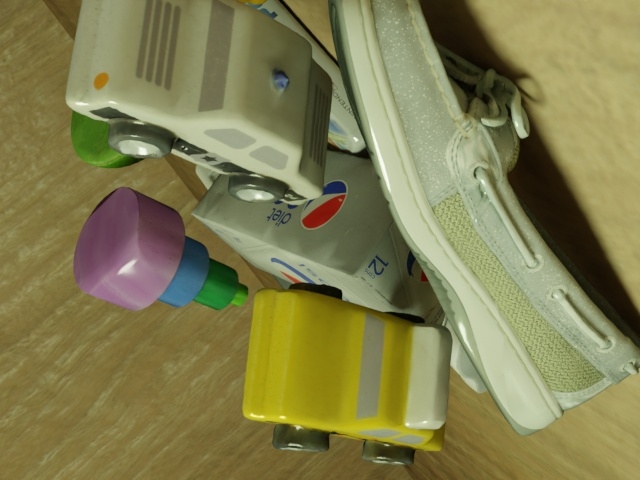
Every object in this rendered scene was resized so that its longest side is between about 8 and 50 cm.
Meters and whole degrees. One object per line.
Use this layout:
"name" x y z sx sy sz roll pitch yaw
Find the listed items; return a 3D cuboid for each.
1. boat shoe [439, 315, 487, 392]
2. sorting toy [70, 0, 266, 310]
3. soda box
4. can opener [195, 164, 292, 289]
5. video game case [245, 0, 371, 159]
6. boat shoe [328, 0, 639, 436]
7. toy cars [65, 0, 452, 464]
"boat shoe" 0.123 0.064 0.920 0.076 0.080 0.228 45 178 22
"sorting toy" -0.082 -0.107 0.747 0.126 0.127 0.365 27 -131 -38
"soda box" 0.006 -0.011 0.906 0.091 0.098 0.286 42 168 -30
"can opener" -0.050 -0.023 1.094 0.280 0.074 0.093 53 180 34
"video game case" -0.060 -0.160 1.018 0.300 0.036 0.329 49 171 8
"boat shoe" 0.097 -0.023 0.640 0.320 0.103 0.118 61 -173 -26
"toy cars" 0.000 0.000 0.654 0.087 0.176 0.393 -6 121 38
